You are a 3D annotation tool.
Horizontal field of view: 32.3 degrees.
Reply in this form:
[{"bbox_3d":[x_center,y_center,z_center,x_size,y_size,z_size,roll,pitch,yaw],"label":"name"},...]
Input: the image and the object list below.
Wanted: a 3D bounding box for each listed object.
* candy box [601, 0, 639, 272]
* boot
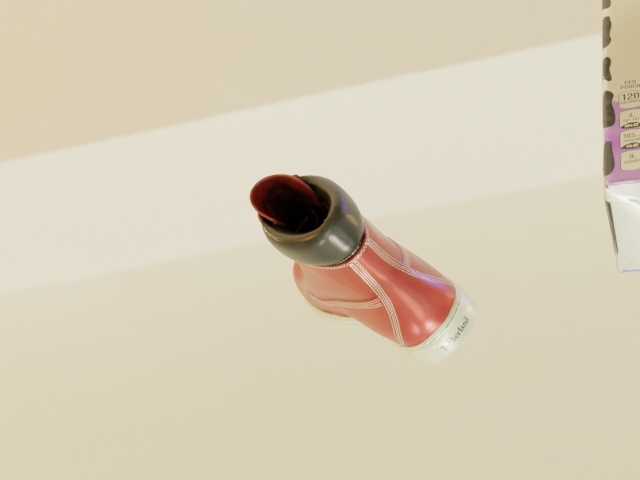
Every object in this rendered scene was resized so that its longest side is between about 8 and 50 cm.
[{"bbox_3d":[0.243,-0.080,0.613,0.165,0.070,0.196,-6,-138,19],"label":"candy box"},{"bbox_3d":[0.000,0.000,0.870,0.176,0.244,0.088,39,-98,-23],"label":"boot"}]
